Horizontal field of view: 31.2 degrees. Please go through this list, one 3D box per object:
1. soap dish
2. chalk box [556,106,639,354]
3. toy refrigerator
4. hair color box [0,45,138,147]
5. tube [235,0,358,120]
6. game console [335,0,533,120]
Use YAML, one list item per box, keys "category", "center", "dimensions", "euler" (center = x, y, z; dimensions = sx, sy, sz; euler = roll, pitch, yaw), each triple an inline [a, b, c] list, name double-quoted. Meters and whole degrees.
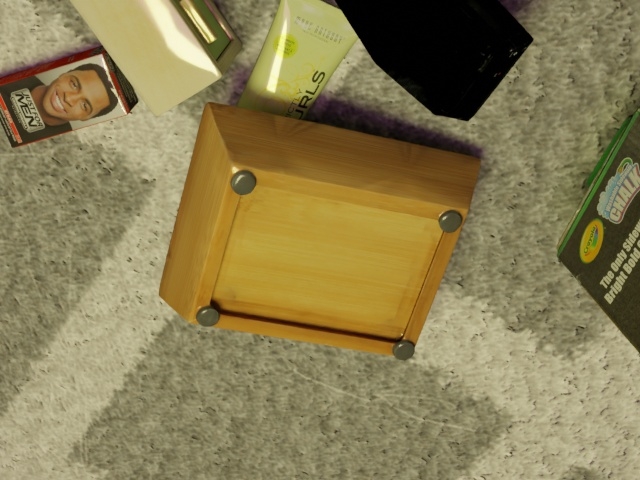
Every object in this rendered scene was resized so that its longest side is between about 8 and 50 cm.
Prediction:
- category: "soap dish"
  center: [0.000, 0.000, 1.164]
  dimensions: [0.290, 0.118, 0.229]
  euler: [10, 119, -15]
- category: "chalk box"
  center: [0.363, -0.003, 1.078]
  dimensions: [0.179, 0.289, 0.180]
  euler: [5, 125, -30]
- category: "toy refrigerator"
  center: [-0.190, -0.266, 1.107]
  dimensions: [0.094, 0.102, 0.270]
  euler: [-28, 108, 21]
- category: "hair color box"
  center: [-0.273, -0.153, 1.212]
  dimensions: [0.141, 0.043, 0.072]
  euler: [-15, 112, 16]
- category: "tube"
  center: [-0.049, -0.140, 1.172]
  dimensions: [0.062, 0.070, 0.240]
  euler: [43, 117, 23]
- category: "game console"
  center: [0.132, -0.274, 0.977]
  dimensions: [0.213, 0.044, 0.361]
  euler: [50, 139, 11]
